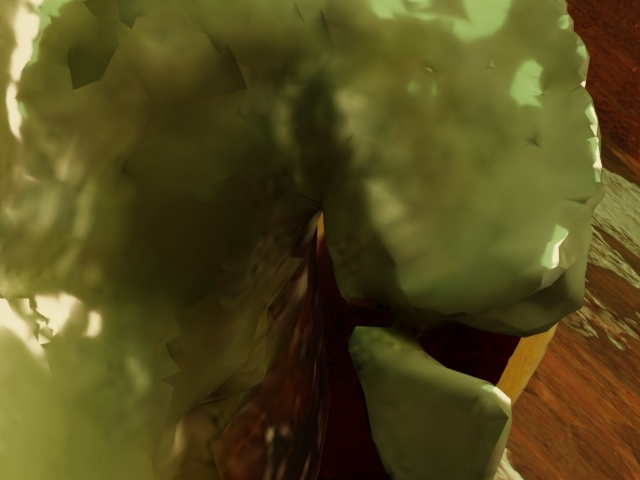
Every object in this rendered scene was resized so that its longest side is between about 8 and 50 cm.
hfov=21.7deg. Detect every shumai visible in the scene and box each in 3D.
[{"bbox_3d":[-0.138,0.027,0.397,0.348,0.395,0.395,19,24,-34],"label":"shumai"}]

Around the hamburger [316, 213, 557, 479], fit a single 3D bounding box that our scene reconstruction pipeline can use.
[{"bbox_3d":[-0.021,0.016,0.807,0.302,0.302,0.170,18,19,-47],"label":"hamburger"}]
